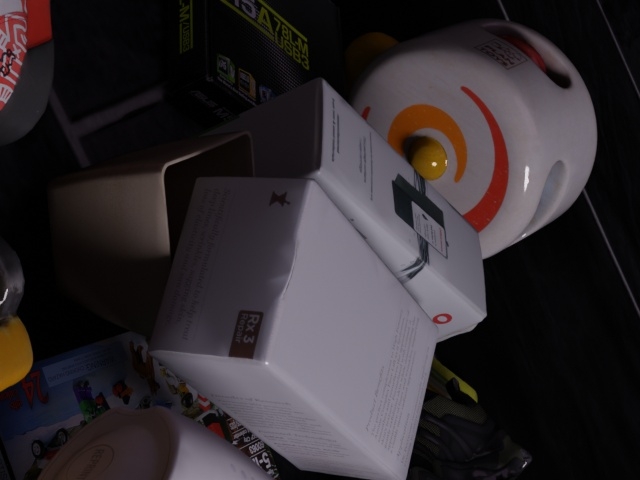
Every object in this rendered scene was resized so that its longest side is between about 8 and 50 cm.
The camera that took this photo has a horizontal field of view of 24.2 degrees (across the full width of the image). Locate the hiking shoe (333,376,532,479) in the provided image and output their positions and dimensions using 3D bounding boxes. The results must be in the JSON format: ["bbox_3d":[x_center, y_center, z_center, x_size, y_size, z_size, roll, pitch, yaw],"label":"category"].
[{"bbox_3d":[0.058,0.165,1.125,0.227,0.086,0.114,-6,50,-52],"label":"hiking shoe"}]

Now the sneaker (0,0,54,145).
[{"bbox_3d":[-0.228,-0.197,0.862,0.145,0.090,0.270,26,53,-53],"label":"sneaker"}]

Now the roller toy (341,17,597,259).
[{"bbox_3d":[0.120,-0.086,1.249,0.146,0.191,0.209,-26,104,-51],"label":"roller toy"}]

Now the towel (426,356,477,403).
[{"bbox_3d":[0.108,0.212,1.218,0.102,0.021,0.237,36,43,-43],"label":"towel"}]

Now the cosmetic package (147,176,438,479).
[{"bbox_3d":[-0.008,0.061,0.918,0.231,0.085,0.117,48,50,-54],"label":"cosmetic package"}]

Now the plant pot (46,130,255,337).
[{"bbox_3d":[-0.106,-0.006,0.912,0.109,0.096,0.109,-31,121,-61],"label":"plant pot"}]

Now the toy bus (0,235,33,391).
[{"bbox_3d":[-0.261,-0.061,0.676,0.108,0.130,0.332,-30,98,-61],"label":"toy bus"}]

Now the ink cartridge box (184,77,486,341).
[{"bbox_3d":[0.000,0.000,1.047,0.208,0.153,0.087,42,38,-40],"label":"ink cartridge box"}]

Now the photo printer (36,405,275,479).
[{"bbox_3d":[-0.079,0.254,0.726,0.256,0.107,0.307,55,43,-33],"label":"photo printer"}]

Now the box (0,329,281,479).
[{"bbox_3d":[-0.112,0.136,0.880,0.233,0.044,0.159,-17,86,-61],"label":"box"}]

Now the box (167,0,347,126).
[{"bbox_3d":[-0.046,-0.152,1.178,0.191,0.045,0.184,35,45,-46],"label":"box"}]
